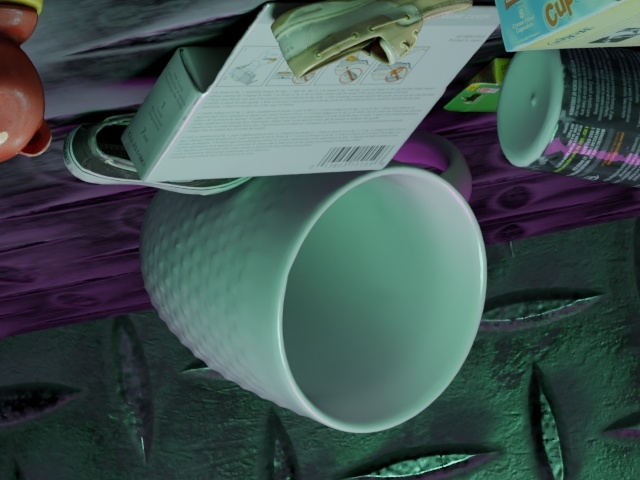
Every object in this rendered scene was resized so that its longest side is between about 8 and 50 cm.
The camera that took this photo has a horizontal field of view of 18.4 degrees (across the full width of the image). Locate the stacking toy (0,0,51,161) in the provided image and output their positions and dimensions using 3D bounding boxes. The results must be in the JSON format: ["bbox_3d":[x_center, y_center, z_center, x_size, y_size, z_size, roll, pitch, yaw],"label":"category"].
[{"bbox_3d":[-0.342,-0.100,1.267,0.309,0.130,0.279,-12,173,11],"label":"stacking toy"}]

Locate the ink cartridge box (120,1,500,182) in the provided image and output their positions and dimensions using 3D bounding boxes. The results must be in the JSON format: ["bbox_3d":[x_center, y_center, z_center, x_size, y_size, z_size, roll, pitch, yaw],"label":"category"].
[{"bbox_3d":[-0.004,-0.146,1.717,0.275,0.060,0.239,-5,146,-38],"label":"ink cartridge box"}]

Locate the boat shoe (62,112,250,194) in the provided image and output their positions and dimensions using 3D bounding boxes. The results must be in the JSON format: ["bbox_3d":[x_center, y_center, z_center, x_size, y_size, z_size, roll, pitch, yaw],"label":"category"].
[{"bbox_3d":[-0.137,-0.086,1.908,0.219,0.077,0.070,-4,172,-35],"label":"boat shoe"}]

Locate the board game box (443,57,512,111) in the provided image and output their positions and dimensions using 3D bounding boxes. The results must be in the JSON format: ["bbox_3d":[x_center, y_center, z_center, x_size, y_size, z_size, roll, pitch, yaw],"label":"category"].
[{"bbox_3d":[0.263,-0.156,2.009,0.259,0.039,0.124,-3,172,-12],"label":"board game box"}]

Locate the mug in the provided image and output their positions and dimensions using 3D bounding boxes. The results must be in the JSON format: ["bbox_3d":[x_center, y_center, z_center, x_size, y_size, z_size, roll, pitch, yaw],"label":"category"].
[{"bbox_3d":[0.000,0.000,2.107,0.374,0.276,0.328,-39,-147,-25],"label":"mug"}]

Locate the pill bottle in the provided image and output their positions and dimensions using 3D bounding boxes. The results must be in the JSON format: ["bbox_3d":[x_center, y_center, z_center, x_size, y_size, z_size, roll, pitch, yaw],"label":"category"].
[{"bbox_3d":[0.304,-0.115,1.895,0.246,0.130,0.130,9,166,-22],"label":"pill bottle"}]

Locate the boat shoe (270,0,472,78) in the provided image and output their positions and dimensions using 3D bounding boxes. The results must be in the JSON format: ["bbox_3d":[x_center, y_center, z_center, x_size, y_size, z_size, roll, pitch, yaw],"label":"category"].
[{"bbox_3d":[0.047,-0.167,1.573,0.170,0.059,0.063,-15,173,-13],"label":"boat shoe"}]

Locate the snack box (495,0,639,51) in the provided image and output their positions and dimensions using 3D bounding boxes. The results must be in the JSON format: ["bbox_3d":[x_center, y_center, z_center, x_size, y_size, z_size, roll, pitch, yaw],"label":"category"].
[{"bbox_3d":[0.308,-0.220,1.555,0.187,0.060,0.322,-5,171,-34],"label":"snack box"}]
